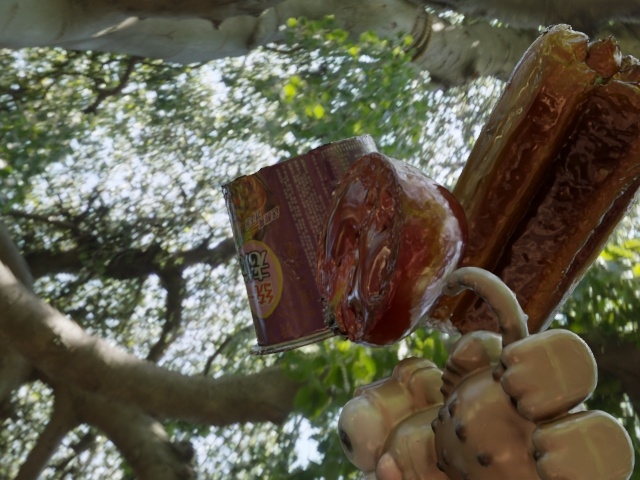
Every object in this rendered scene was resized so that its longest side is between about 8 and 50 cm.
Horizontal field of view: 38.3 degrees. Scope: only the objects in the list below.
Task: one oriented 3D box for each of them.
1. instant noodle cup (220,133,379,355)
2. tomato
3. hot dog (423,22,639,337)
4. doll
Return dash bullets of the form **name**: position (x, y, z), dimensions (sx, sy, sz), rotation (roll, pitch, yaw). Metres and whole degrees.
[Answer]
- **instant noodle cup**: position (0.000, 0.000, 1.428), dimensions (0.339, 0.340, 0.266), rotation (-21, -89, 20)
- **tomato**: position (0.062, 0.013, 0.696), dimensions (0.091, 0.159, 0.139), rotation (13, -71, -18)
- **hot dog**: position (0.208, -0.038, 0.893), dimensions (0.158, 0.117, 0.349), rotation (27, -61, 5)
- **doll**: position (0.092, 0.126, 0.582), dimensions (0.278, 0.119, 0.154), rotation (112, -42, -59)
